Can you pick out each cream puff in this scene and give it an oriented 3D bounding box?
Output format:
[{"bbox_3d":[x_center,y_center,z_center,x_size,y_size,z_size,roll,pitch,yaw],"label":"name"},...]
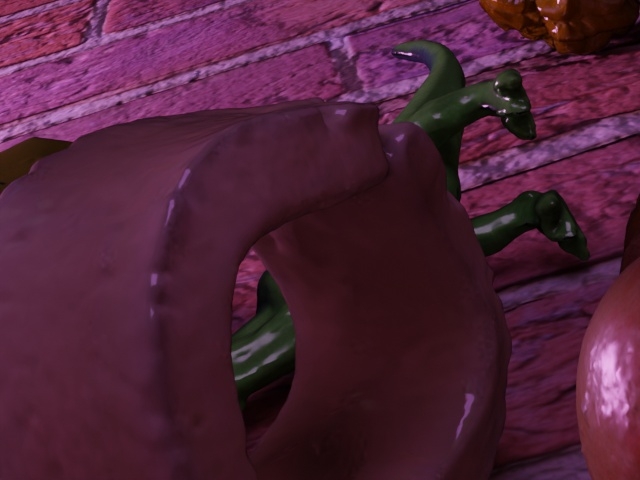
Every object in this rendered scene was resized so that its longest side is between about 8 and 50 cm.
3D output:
[{"bbox_3d":[0.225,-0.229,1.827,0.116,0.146,0.146,-42,19,11],"label":"cream puff"}]

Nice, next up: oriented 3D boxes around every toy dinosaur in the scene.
[{"bbox_3d":[0.000,0.000,1.472,0.374,0.144,0.500,-31,20,-3],"label":"toy dinosaur"}]

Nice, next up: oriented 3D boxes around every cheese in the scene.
[{"bbox_3d":[-0.031,0.063,1.059,0.153,0.292,0.332,-2,20,33],"label":"cheese"}]

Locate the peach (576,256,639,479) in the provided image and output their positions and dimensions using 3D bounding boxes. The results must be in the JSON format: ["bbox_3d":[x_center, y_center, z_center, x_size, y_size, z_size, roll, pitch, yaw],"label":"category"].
[{"bbox_3d":[0.237,0.094,0.957,0.232,0.232,0.232,-14,22,6],"label":"peach"}]

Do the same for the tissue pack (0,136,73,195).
[{"bbox_3d":[-0.250,0.049,1.417,0.274,0.167,0.200,-32,26,-32],"label":"tissue pack"}]

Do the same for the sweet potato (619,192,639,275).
[{"bbox_3d":[0.240,0.006,1.308,0.072,0.066,0.314,-2,22,16],"label":"sweet potato"}]
